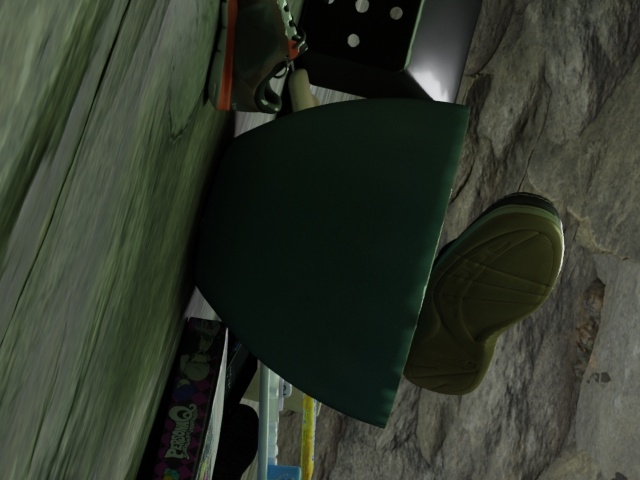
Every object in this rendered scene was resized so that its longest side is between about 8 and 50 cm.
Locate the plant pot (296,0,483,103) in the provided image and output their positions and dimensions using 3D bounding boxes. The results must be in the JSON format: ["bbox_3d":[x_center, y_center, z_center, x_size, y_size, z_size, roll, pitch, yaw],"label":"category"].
[{"bbox_3d":[0.069,-0.256,1.681,0.167,0.187,0.188,1,104,-74],"label":"plant pot"}]

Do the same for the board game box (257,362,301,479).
[{"bbox_3d":[-0.048,0.172,1.860,0.390,0.050,0.390,96,-5,-78],"label":"board game box"}]

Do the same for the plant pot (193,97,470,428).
[{"bbox_3d":[0.000,0.000,1.299,0.290,0.195,0.290,14,90,-87],"label":"plant pot"}]

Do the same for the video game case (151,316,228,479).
[{"bbox_3d":[-0.126,0.212,1.381,0.232,0.042,0.210,100,0,-63],"label":"video game case"}]

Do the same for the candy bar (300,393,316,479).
[{"bbox_3d":[-0.015,0.241,1.843,0.040,0.018,0.161,-91,-176,-61],"label":"candy bar"}]

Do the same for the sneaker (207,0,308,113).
[{"bbox_3d":[-0.036,-0.160,1.059,0.061,0.065,0.158,-72,176,-55],"label":"sneaker"}]

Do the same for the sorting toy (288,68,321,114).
[{"bbox_3d":[-0.010,-0.092,1.742,0.208,0.038,0.193,27,52,-85],"label":"sorting toy"}]

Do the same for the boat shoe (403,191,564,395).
[{"bbox_3d":[0.140,0.036,1.323,0.285,0.103,0.092,108,-6,-53],"label":"boat shoe"}]

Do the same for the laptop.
[{"bbox_3d":[-0.077,0.247,1.643,0.264,0.136,0.234,-62,173,-20],"label":"laptop"}]

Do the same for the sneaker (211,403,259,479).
[{"bbox_3d":[-0.130,0.293,1.864,0.071,0.066,0.188,-175,-78,-72],"label":"sneaker"}]

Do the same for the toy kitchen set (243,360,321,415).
[{"bbox_3d":[-0.030,0.127,2.200,0.166,0.122,0.207,-65,170,-76],"label":"toy kitchen set"}]
